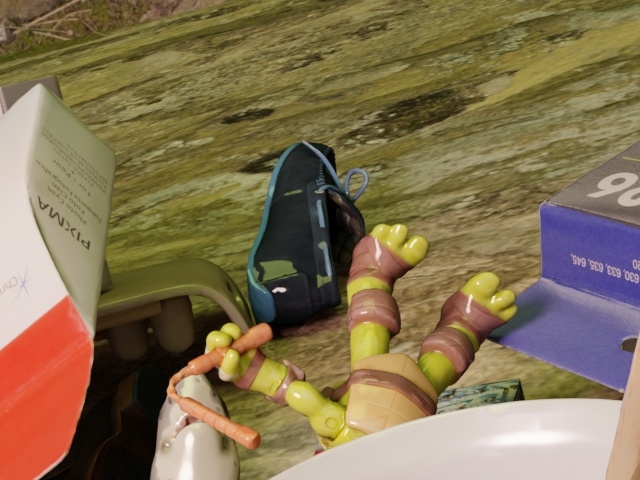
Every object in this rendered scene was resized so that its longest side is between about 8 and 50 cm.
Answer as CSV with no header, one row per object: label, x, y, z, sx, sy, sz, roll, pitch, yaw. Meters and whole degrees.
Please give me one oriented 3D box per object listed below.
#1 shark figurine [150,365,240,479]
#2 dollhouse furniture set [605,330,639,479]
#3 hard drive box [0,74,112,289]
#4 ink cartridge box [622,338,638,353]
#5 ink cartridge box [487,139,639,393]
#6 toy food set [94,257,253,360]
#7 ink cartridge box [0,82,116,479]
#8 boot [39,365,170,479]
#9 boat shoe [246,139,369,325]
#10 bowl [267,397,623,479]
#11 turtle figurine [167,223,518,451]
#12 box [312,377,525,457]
shark figurine,-0.132,0.225,1.172,0.278,0.166,0.116,-39,-2,-15
dollhouse furniture set,0.383,0.004,0.894,0.362,0.256,0.394,20,27,22
hard drive box,-0.308,-0.019,1.617,0.232,0.181,0.089,-11,6,26
ink cartridge box,0.322,0.021,1.341,0.231,0.078,0.134,-35,30,-32
ink cartridge box,0.291,-0.007,1.248,0.307,0.072,0.304,-31,28,-26
toy food set,-0.206,0.095,1.630,0.306,0.092,0.220,-14,6,-1
ink cartridge box,-0.284,0.093,1.334,0.308,0.091,0.385,-38,23,18
boot,-0.158,0.178,1.366,0.106,0.082,0.219,-33,16,20
boat shoe,0.000,0.000,1.733,0.089,0.109,0.258,-4,36,11
bowl,0.079,0.199,0.958,0.298,0.134,0.298,-14,17,4
turtle figurine,0.054,0.100,1.206,0.270,0.087,0.217,21,43,4
box,0.067,0.133,1.345,0.137,0.027,0.094,-10,17,16
